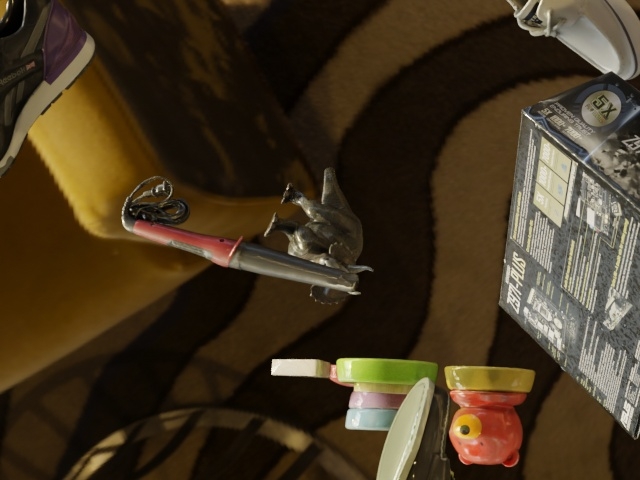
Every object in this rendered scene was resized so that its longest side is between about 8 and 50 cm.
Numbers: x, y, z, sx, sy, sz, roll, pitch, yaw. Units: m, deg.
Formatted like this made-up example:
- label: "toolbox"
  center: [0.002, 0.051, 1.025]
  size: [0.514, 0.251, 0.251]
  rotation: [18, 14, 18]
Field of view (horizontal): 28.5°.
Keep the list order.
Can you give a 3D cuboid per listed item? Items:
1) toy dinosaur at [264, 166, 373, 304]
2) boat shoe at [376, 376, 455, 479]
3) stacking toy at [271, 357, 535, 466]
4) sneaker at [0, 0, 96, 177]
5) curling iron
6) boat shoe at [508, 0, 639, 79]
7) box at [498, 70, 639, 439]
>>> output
- label: "toy dinosaur"
  center: [0.000, 0.000, 1.878]
  size: [0.160, 0.313, 0.121]
  rotation: [26, 116, -2]
- label: "boat shoe"
  center: [0.091, 0.247, 1.216]
  size: [0.069, 0.081, 0.227]
  rotation: [21, 71, -10]
- label: "stacking toy"
  center: [0.104, 0.232, 1.705]
  size: [0.309, 0.279, 0.130]
  rotation: [-8, 77, 51]
- label: "sneaker"
  center: [-0.390, -0.173, 1.456]
  size: [0.107, 0.124, 0.283]
  rotation: [13, 62, 40]
- label: "curling iron"
  center: [-0.086, -0.001, 1.276]
  size: [0.274, 0.035, 0.068]
  rotation: [20, 74, 23]
- label: "boat shoe"
  center: [0.256, -0.272, 1.413]
  size: [0.088, 0.096, 0.267]
  rotation: [-44, 97, -26]
- label: "box"
  center: [0.195, 0.011, 0.809]
  size: [0.147, 0.077, 0.180]
  rotation: [47, 152, 38]
